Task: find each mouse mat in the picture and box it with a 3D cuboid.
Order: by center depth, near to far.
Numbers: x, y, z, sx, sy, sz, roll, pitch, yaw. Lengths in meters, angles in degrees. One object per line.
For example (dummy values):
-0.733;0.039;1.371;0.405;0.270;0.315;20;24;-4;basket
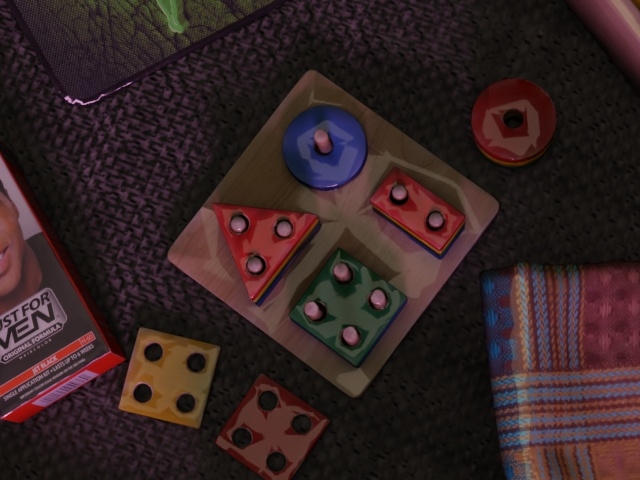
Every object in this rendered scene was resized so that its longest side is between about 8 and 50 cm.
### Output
-0.114;-0.183;0.910;0.152;0.007;0.190;-28;110;0;mouse mat

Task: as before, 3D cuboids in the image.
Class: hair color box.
-0.172;0.020;0.909;0.072;0.043;0.141;-32;79;0;hair color box

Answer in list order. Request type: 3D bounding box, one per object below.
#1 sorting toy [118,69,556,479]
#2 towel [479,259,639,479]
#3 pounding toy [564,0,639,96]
0.000;0.000;0.898;0.132;0.046;0.274;37;85;10;sorting toy
0.221;0.186;0.800;0.271;0.040;0.370;-3;79;-22;towel
0.204;-0.159;0.880;0.141;0.100;0.130;-36;80;-2;pounding toy
